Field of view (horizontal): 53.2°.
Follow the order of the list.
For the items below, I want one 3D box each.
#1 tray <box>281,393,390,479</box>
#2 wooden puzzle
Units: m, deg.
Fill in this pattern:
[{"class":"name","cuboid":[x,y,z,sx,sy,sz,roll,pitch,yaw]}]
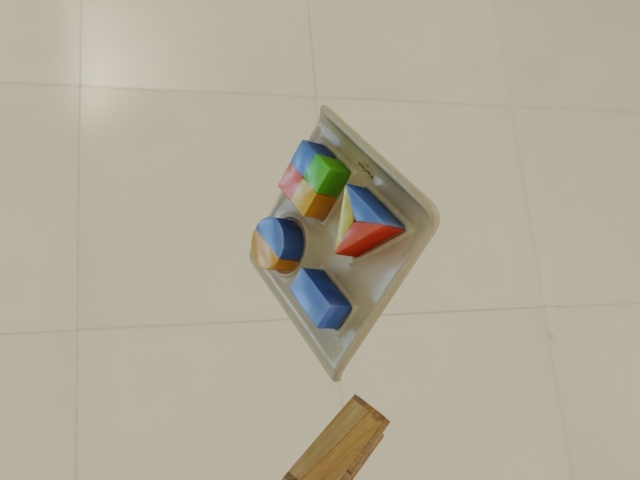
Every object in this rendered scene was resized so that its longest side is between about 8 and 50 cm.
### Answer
[{"class":"tray","cuboid":[-0.047,0.434,0.956,0.076,0.410,0.203,36,33,15]},{"class":"wooden puzzle","cuboid":[0.000,0.000,1.024,0.081,0.347,0.322,3,35,-40]}]
